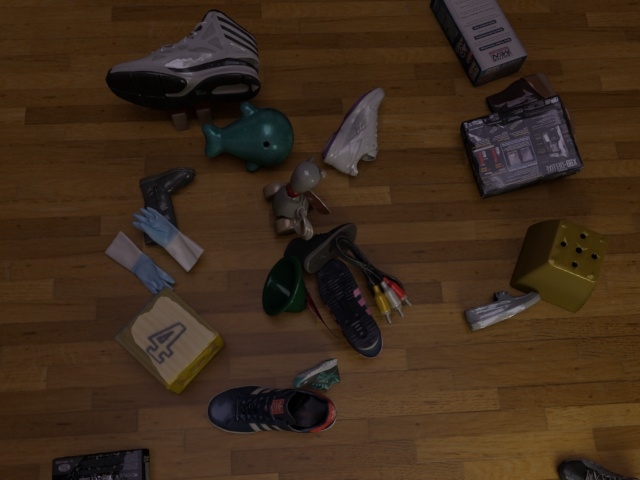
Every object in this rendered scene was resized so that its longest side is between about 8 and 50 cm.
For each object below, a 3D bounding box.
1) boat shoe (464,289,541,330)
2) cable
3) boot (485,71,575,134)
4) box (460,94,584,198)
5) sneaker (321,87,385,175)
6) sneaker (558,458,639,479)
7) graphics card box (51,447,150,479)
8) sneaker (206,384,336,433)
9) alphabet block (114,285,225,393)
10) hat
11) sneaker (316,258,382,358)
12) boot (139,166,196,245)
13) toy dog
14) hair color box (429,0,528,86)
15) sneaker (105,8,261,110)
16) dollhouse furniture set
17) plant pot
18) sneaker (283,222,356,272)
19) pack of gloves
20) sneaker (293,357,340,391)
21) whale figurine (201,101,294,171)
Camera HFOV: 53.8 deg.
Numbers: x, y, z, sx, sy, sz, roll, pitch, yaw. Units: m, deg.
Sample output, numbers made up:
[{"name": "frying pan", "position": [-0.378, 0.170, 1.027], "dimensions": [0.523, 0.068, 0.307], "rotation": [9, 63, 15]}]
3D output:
[{"name": "boat shoe", "position": [0.521, 0.184, 1.812], "dimensions": [0.227, 0.079, 0.081], "rotation": [-22, 78, -6]}, {"name": "cable", "position": [0.156, 0.090, 1.790], "dimensions": [0.139, 0.072, 0.287], "rotation": [-34, 92, -39]}, {"name": "boot", "position": [0.674, -0.402, 2.028], "dimensions": [0.206, 0.090, 0.249], "rotation": [-27, 78, 3]}, {"name": "box", "position": [0.611, -0.285, 1.930], "dimensions": [0.307, 0.076, 0.243], "rotation": [-16, 78, 5]}, {"name": "sneaker", "position": [0.130, -0.335, 1.964], "dimensions": [0.152, 0.114, 0.305], "rotation": [34, 77, -6]}, {"name": "sneaker", "position": [0.753, 0.628, 1.649], "dimensions": [0.228, 0.132, 0.086], "rotation": [15, 72, 2]}, {"name": "graphics card box", "position": [-0.545, 0.722, 1.575], "dimensions": [0.232, 0.094, 0.371], "rotation": [-6, 73, -4]}, {"name": "sneaker", "position": [-0.128, 0.440, 1.659], "dimensions": [0.349, 0.148, 0.131], "rotation": [-1, 72, -3]}, {"name": "alphabet block", "position": [-0.395, 0.269, 1.682], "dimensions": [0.197, 0.192, 0.193], "rotation": [40, 76, 9]}, {"name": "hat", "position": [-0.047, 0.169, 1.808], "dimensions": [0.183, 0.173, 0.209], "rotation": [26, 59, -32]}, {"name": "sneaker", "position": [0.080, 0.197, 1.782], "dimensions": [0.112, 0.131, 0.319], "rotation": [-25, 52, 2]}, {"name": "boot", "position": [-0.443, -0.100, 1.861], "dimensions": [0.189, 0.076, 0.209], "rotation": [-18, 66, 6]}, {"name": "toy dog", "position": [-0.041, -0.125, 1.792], "dimensions": [0.160, 0.333, 0.220], "rotation": [-11, 97, -24]}, {"name": "hair color box", "position": [0.518, -0.699, 2.090], "dimensions": [0.173, 0.105, 0.347], "rotation": [-20, 73, -9]}, {"name": "sneaker", "position": [-0.398, -0.539, 1.871], "dimensions": [0.447, 0.169, 0.258], "rotation": [-2, 65, 0]}, {"name": "dollhouse furniture set", "position": [-0.371, -0.505, 1.966], "dimensions": [0.259, 0.135, 0.262], "rotation": [-11, 73, -6]}, {"name": "plant pot", "position": [0.702, 0.056, 1.807], "dimensions": [0.212, 0.187, 0.212], "rotation": [23, 72, 4]}, {"name": "sneaker", "position": [0.000, 0.000, 1.848], "dimensions": [0.222, 0.083, 0.118], "rotation": [-35, 43, -31]}, {"name": "pack of gloves", "position": [-0.479, 0.032, 1.789], "dimensions": [0.232, 0.046, 0.195], "rotation": [39, 96, 5]}, {"name": "sneaker", "position": [-0.002, 0.375, 1.703], "dimensions": [0.166, 0.065, 0.076], "rotation": [-15, 84, -45]}, {"name": "whale figurine", "position": [-0.213, -0.300, 1.875], "dimensions": [0.271, 0.141, 0.216], "rotation": [-4, 116, -7]}]
